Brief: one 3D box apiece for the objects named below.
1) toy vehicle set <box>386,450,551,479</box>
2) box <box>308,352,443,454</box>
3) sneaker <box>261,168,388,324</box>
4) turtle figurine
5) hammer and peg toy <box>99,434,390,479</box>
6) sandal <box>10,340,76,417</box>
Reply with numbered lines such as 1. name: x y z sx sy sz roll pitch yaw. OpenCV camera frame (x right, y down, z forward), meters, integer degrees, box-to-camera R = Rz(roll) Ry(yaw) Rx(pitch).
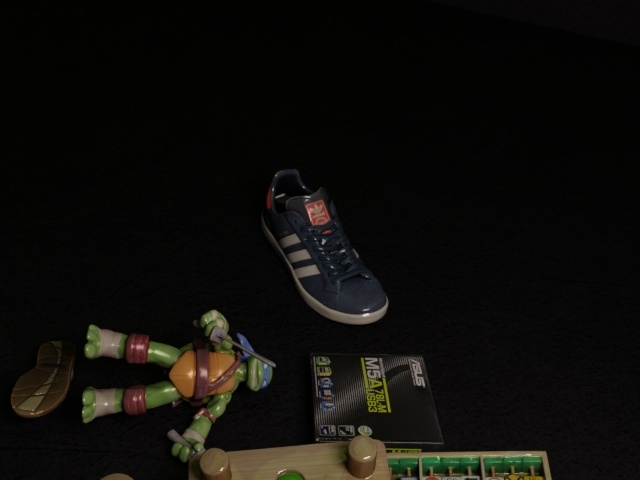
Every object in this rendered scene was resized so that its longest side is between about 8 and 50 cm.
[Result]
1. toy vehicle set: 0.178 0.360 1.136 0.267 0.035 0.166 -2 39 4
2. box: 0.078 0.246 1.281 0.184 0.045 0.190 1 34 -4
3. sneaker: 0.000 0.000 1.499 0.131 0.148 0.350 -19 46 -29
4. turtle figurine: -0.195 0.199 1.183 0.266 0.197 0.274 3 35 -8
5. hammer and peg toy: -0.084 0.376 1.010 0.362 0.127 0.265 -5 51 -4
6. sandal: -0.404 0.211 1.261 0.072 0.049 0.180 9 24 -6
